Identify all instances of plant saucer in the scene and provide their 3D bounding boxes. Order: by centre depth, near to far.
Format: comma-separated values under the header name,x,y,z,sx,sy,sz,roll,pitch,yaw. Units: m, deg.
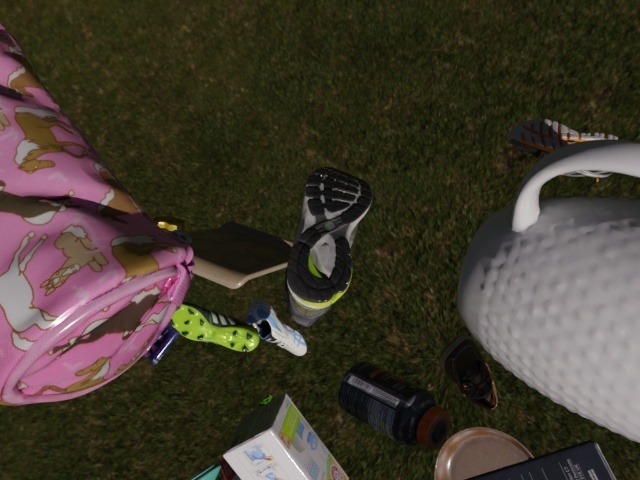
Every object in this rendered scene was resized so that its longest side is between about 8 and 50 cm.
name,x,y,z,sx,sy,sz,roll,pitch,yaw
plant saucer,0.452,0.650,1.499,0.311,0.050,0.310,-4,82,36

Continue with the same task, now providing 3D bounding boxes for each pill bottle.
name,x,y,z,sx,sy,sz,roll,pitch,yaw
pill bottle,0.167,0.373,1.269,0.246,0.130,0.130,18,82,44

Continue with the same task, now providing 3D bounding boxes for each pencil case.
name,x,y,z,sx,sy,sz,roll,pitch,yaw
pencil case,-0.269,-0.052,0.478,0.386,0.167,0.160,46,116,18

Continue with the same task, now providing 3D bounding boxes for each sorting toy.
name,x,y,z,sx,sy,sz,roll,pitch,yaw
sorting toy,-0.208,0.013,1.082,0.307,0.229,0.041,18,111,25

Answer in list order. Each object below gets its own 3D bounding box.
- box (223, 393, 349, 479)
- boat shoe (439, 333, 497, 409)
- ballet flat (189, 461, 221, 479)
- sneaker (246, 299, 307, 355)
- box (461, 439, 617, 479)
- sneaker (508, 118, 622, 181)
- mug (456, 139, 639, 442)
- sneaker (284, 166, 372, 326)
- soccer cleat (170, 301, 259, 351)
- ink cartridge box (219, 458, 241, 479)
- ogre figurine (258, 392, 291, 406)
name,x,y,z,sx,sy,sz,roll,pitch,yaw
box,-0.053,0.388,0.968,0.103,0.114,0.203,-33,98,17
boat shoe,0.427,0.378,1.564,0.123,0.342,0.123,-40,47,-10
ballet flat,-0.349,0.666,1.437,0.247,0.083,0.087,-28,73,-17
sneaker,-0.123,0.258,1.566,0.085,0.237,0.086,-11,44,39
box,0.361,0.571,1.068,0.395,0.293,0.212,-20,53,3
sneaker,0.451,-0.160,1.050,0.215,0.083,0.084,16,52,5
mug,0.341,0.046,0.663,0.328,0.374,0.276,20,54,37
sneaker,0.000,0.000,0.880,0.111,0.121,0.300,23,48,-2
soccer cleat,-0.196,0.154,1.030,0.179,0.072,0.060,22,98,-6
ink cartridge box,-0.143,0.698,1.730,0.273,0.114,0.197,-29,33,-13
ogre figurine,-0.134,0.465,1.466,0.097,0.197,0.118,32,48,23
